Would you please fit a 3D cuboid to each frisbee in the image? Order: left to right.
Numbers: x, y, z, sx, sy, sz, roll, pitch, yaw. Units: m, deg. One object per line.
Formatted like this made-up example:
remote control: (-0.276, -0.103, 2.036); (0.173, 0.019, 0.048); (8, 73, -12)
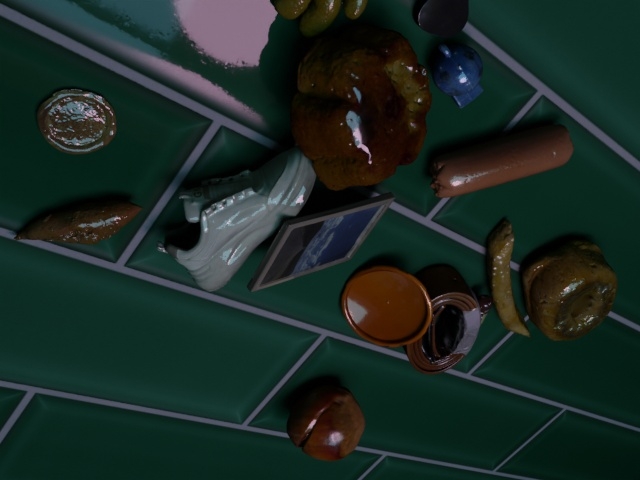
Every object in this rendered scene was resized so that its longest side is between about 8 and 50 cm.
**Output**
frisbee: (0.138, 0.133, 1.438); (0.191, 0.035, 0.192); (7, 118, 14)

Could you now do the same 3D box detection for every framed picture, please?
framed picture: (0.000, 0.000, 1.234); (0.259, 0.023, 0.189); (-16, 151, -41)

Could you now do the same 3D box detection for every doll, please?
doll: (0.025, -0.381, 0.968); (0.209, 0.097, 0.137); (-36, 104, 31)

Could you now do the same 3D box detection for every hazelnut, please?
hazelnut: (0.013, 0.411, 1.599); (0.182, 0.182, 0.182); (-12, 133, -14)

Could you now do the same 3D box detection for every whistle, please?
whistle: (0.232, -0.268, 1.146); (0.090, 0.090, 0.158); (-38, 133, 11)

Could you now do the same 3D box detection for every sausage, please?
sausage: (0.339, -0.150, 1.298); (0.288, 0.086, 0.086); (-15, 133, -10)

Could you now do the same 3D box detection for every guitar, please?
guitar: (0.215, -0.420, 1.045); (0.088, 0.025, 0.233); (4, 127, -26)

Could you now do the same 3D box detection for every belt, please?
belt: (0.261, 0.177, 1.538); (0.183, 0.105, 0.262); (-17, 131, -7)

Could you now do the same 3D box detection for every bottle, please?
bottle: (0.361, 0.155, 1.586); (0.047, 0.063, 0.101); (-14, 150, -15)

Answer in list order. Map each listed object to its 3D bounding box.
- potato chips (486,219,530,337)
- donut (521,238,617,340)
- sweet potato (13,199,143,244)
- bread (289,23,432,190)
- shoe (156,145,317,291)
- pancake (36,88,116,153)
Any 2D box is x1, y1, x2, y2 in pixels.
potato chips: (0.425, 0.115, 1.586); (0.080, 0.057, 0.407); (-23, 135, 3)
donut: (0.579, 0.117, 1.609); (0.208, 0.128, 0.261); (-28, 136, 1)
sweet potato: (-0.384, -0.025, 1.104); (0.205, 0.060, 0.068); (-9, 94, -4)
bread: (0.069, -0.212, 1.068); (0.232, 0.135, 0.247); (-43, 128, -27)
shoe: (-0.152, -0.058, 1.140); (0.159, 0.124, 0.316); (29, 113, -31)
pancake: (-0.355, -0.174, 1.017); (0.114, 0.011, 0.115); (-14, 133, -15)
